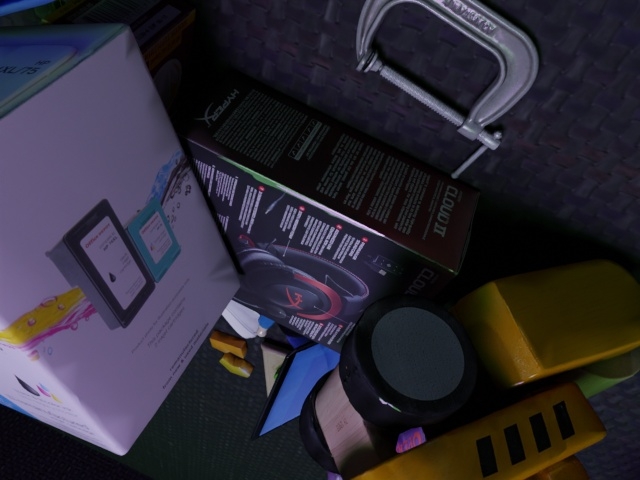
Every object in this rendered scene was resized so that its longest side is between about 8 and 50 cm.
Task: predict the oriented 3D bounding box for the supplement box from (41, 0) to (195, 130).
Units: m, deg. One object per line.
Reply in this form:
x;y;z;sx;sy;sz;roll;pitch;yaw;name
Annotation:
-0.186;-0.134;0.506;0.081;0.104;0.188;28;143;0;supplement box

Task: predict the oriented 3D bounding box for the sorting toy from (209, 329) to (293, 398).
-0.046;0.258;0.925;0.307;0.041;0.229;16;141;14;sorting toy

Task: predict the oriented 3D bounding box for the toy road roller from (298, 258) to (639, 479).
0.154;0.175;0.456;0.329;0.240;0.202;-11;150;-24;toy road roller

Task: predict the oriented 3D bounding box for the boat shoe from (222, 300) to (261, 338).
-0.124;0.063;0.738;0.063;0.066;0.184;-29;115;10;boat shoe

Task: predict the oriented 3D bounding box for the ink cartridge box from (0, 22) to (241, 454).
-0.227;-0.004;0.429;0.198;0.197;0.270;9;137;25;ink cartridge box

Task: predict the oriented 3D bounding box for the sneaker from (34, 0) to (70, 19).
-0.240;-0.209;0.509;0.083;0.035;0.031;21;141;8;sneaker

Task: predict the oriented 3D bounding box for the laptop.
0.073;0.214;0.703;0.264;0.136;0.234;25;134;3;laptop

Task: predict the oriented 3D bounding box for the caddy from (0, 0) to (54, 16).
-0.256;-0.271;0.332;0.341;0.179;0.241;2;135;30;caddy

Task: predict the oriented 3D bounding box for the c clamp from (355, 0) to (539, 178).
0.090;-0.127;0.419;0.161;0.022;0.137;35;142;-11;c clamp

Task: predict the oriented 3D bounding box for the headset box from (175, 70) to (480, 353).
0.000;0.000;0.545;0.293;0.110;0.218;26;142;2;headset box

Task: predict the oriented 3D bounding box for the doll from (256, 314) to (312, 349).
-0.028;0.113;0.738;0.129;0.046;0.189;-14;127;15;doll

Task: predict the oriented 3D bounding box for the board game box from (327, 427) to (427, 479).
0.167;0.353;0.840;0.208;0.056;0.347;12;145;-16;board game box
